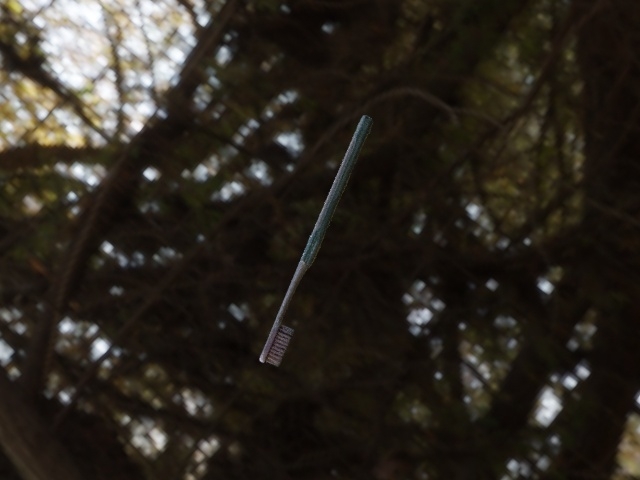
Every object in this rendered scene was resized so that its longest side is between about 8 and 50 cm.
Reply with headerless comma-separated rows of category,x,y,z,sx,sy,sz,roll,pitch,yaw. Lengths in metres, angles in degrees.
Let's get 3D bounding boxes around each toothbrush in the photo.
toothbrush,0.000,0.000,0.825,0.011,0.014,0.167,105,-172,-86
